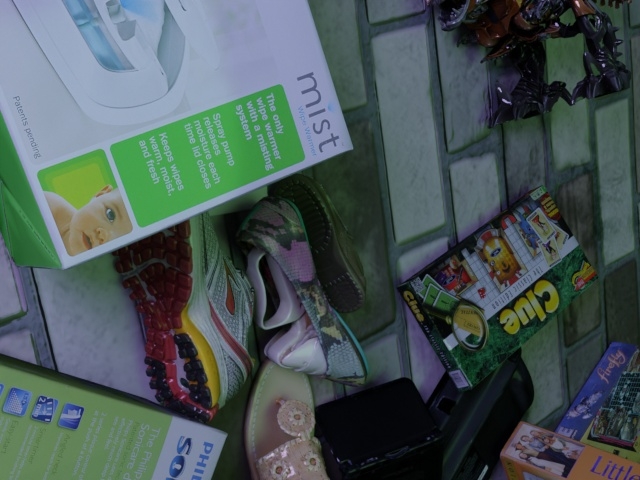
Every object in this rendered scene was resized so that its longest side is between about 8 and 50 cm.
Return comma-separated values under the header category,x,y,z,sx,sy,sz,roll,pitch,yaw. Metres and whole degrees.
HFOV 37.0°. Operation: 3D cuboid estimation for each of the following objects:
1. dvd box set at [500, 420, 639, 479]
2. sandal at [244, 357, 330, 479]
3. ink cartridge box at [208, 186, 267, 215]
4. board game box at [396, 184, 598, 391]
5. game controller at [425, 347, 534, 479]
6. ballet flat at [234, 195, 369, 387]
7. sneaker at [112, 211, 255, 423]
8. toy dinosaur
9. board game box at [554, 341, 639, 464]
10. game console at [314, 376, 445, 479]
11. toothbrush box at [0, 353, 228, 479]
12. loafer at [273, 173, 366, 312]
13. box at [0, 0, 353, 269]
category,x,y,z,sx,sy,sz,roll,pitch,yaw
dvd box set,0.428,0.381,1.094,0.062,0.420,0.307,-49,134,-28
sandal,-0.022,0.232,0.904,0.088,0.079,0.240,6,92,-44
ink cartridge box,-0.070,-0.109,0.816,0.104,0.061,0.181,-12,105,-41
board game box,0.210,0.048,1.093,0.259,0.030,0.136,-33,95,-35
game controller,0.148,0.249,1.093,0.319,0.067,0.166,-53,143,-23
ballet flat,-0.025,0.065,0.875,0.079,0.077,0.221,-41,124,-29
sneaker,-0.109,0.036,0.801,0.093,0.088,0.225,-33,123,-49
toy dinosaur,0.251,-0.254,1.047,0.322,0.164,0.218,-17,92,-19
board game box,0.390,0.283,1.328,0.243,0.042,0.165,-47,126,-27
game console,0.060,0.216,0.986,0.122,0.071,0.107,-14,118,-27
toothbrush box,-0.233,0.188,0.670,0.283,0.122,0.206,27,78,-42
loafer,0.000,0.000,0.910,0.050,0.056,0.148,-70,139,-64
box,-0.134,-0.142,0.644,0.231,0.127,0.262,-24,103,-29
